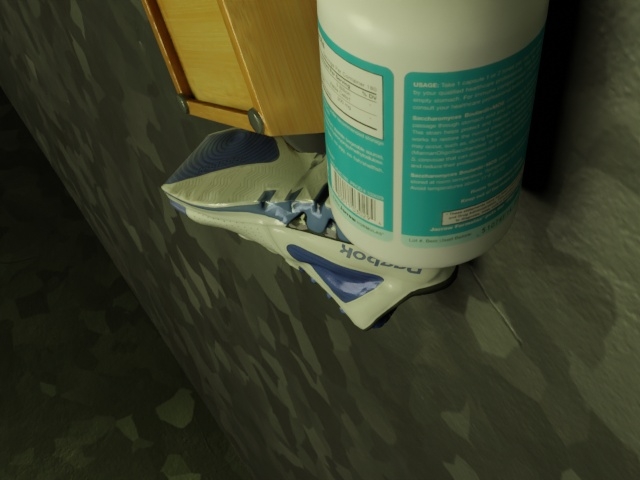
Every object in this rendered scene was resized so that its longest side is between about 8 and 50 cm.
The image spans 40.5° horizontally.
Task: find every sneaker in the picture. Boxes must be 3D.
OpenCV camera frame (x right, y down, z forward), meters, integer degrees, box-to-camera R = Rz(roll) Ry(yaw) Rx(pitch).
[{"bbox_3d":[0.001,0.000,0.846,0.315,0.127,0.182,10,137,33],"label":"sneaker"}]

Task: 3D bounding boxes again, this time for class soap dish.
[{"bbox_3d":[-0.083,-0.221,0.864,0.291,0.118,0.229,26,139,60],"label":"soap dish"}]

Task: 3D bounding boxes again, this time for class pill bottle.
[{"bbox_3d":[0.073,-0.115,0.586,0.146,0.146,0.264,47,154,36],"label":"pill bottle"}]
